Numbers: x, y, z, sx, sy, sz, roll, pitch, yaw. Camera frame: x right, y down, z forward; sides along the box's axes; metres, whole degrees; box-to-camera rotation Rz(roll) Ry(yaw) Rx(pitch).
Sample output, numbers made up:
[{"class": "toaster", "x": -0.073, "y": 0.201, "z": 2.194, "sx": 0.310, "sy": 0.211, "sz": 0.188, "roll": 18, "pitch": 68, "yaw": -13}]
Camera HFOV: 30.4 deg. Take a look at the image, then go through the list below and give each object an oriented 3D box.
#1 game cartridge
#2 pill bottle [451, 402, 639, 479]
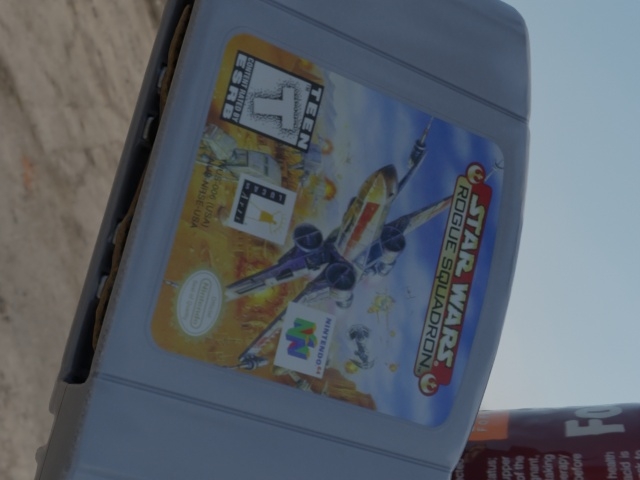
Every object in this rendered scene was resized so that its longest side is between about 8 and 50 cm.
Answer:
[{"class": "game cartridge", "x": 0.000, "y": 0.000, "z": 0.544, "sx": 0.062, "sy": 0.198, "sz": 0.297, "roll": -9, "pitch": -115, "yaw": 64}, {"class": "pill bottle", "x": 0.165, "y": 0.223, "z": 0.793, "sx": 0.224, "sy": 0.392, "sz": 0.224, "roll": -5, "pitch": 90, "yaw": -78}]
